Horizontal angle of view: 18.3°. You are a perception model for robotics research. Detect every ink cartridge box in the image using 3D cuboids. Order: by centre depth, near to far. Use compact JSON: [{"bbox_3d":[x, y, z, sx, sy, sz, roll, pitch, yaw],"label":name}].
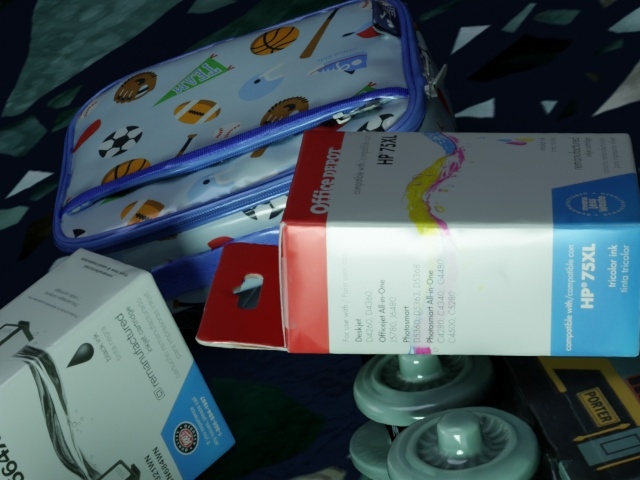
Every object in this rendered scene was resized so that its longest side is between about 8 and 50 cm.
[{"bbox_3d":[0.053,-0.001,1.066,0.231,0.078,0.134,1,24,4],"label":"ink cartridge box"},{"bbox_3d":[-0.173,0.126,1.238,0.203,0.148,0.086,-41,34,-26],"label":"ink cartridge box"}]

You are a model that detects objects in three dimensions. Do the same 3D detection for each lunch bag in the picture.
[{"bbox_3d":[-0.041,-0.060,1.444,0.303,0.115,0.243,-19,31,12],"label":"lunch bag"}]

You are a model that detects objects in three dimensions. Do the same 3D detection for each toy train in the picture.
[{"bbox_3d":[0.118,0.101,1.083,0.190,0.142,0.334,-14,26,-5],"label":"toy train"}]

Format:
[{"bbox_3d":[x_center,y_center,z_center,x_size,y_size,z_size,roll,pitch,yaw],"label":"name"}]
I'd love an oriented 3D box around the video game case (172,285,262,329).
[{"bbox_3d":[0.000,0.000,1.451,0.274,0.026,0.196,1,37,40],"label":"video game case"}]
